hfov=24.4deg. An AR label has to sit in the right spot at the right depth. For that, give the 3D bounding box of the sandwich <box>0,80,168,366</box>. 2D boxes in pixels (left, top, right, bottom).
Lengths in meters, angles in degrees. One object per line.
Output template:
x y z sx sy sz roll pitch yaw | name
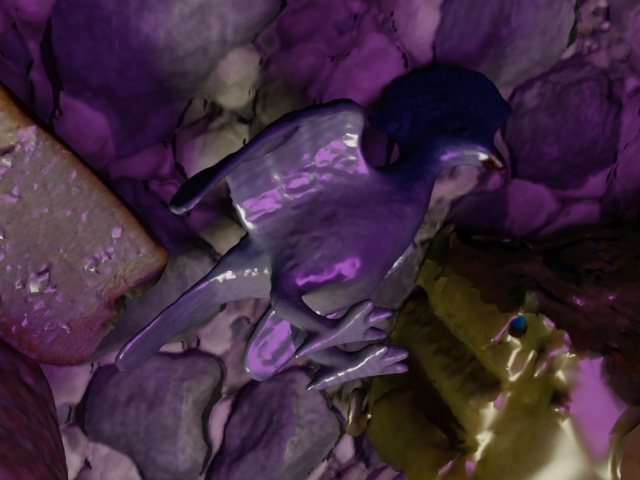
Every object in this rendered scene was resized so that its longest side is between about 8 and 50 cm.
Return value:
-0.162 -0.015 0.772 0.094 0.096 0.258 -44 131 -3 | sandwich

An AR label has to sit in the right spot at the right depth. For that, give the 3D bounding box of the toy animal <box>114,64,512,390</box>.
0.000 0.000 0.850 0.255 0.176 0.239 -14 145 1 | toy animal

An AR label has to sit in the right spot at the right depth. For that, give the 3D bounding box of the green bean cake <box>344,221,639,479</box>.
0.210 0.073 0.943 0.310 0.202 0.285 9 113 -31 | green bean cake

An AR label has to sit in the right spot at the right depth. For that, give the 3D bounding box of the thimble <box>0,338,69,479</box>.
-0.247 0.140 0.777 0.229 0.148 0.196 -17 132 -4 | thimble
